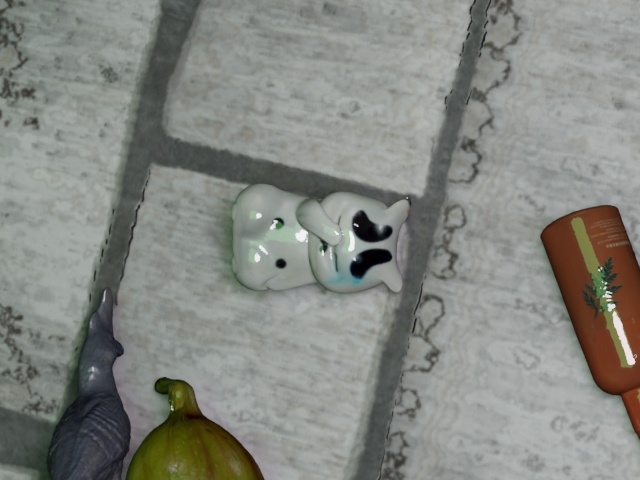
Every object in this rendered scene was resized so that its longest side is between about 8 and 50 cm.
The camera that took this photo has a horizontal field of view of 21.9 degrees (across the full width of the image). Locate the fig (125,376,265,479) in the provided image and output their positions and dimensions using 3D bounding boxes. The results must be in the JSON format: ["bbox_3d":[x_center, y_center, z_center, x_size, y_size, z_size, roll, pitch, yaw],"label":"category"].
[{"bbox_3d":[-0.123,0.232,1.677,0.142,0.148,0.186,2,83,10],"label":"fig"}]

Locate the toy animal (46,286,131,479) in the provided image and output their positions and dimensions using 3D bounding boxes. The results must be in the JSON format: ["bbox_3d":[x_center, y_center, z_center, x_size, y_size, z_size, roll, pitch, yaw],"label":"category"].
[{"bbox_3d":[-0.237,0.238,1.684,0.081,0.367,0.206,-4,125,10],"label":"toy animal"}]

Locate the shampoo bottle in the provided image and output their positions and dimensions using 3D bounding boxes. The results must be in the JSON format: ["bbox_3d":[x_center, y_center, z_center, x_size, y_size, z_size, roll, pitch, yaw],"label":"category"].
[{"bbox_3d":[0.290,0.088,1.594,0.085,0.085,0.244,-24,76,13],"label":"shampoo bottle"}]

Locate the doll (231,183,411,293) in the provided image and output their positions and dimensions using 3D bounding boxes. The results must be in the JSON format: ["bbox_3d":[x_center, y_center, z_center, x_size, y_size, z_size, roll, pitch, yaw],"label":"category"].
[{"bbox_3d":[-0.007,0.000,1.686,0.180,0.107,0.110,4,95,19],"label":"doll"}]
